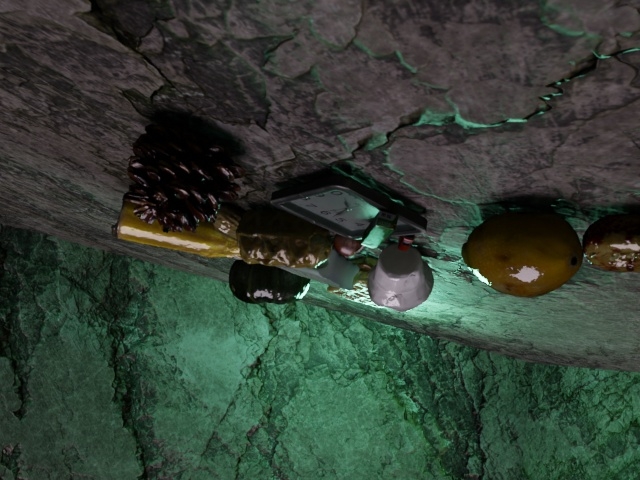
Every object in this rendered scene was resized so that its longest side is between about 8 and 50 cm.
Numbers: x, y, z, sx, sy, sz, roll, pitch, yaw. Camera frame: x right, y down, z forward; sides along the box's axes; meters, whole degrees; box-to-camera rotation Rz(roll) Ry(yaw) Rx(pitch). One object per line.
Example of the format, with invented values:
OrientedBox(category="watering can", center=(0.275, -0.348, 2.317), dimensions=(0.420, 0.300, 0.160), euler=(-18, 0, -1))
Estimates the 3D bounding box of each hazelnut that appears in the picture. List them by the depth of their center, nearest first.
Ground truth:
OrientedBox(category="hazelnut", center=(0.078, 0.004, 1.257), dimensions=(0.086, 0.087, 0.086), euler=(13, 166, 3))

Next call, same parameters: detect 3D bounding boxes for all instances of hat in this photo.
OrientedBox(category="hat", center=(0.222, 0.085, 1.282), dimensions=(0.203, 0.203, 0.126), euler=(9, 143, 17))

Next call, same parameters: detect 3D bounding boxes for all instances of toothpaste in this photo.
OrientedBox(category="toothpaste", center=(0.125, -0.020, 0.987), dimensions=(0.043, 0.037, 0.178), euler=(17, 166, -1))

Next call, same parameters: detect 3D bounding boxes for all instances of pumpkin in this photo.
OrientedBox(category="pumpkin", center=(-0.189, 0.130, 1.692), dimensions=(0.299, 0.208, 0.300), euler=(2, -174, 0))

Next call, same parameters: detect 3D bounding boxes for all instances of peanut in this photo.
OrientedBox(category="peanut", center=(-0.246, -0.042, 1.357), dimensions=(0.093, 0.083, 0.194), euler=(5, 164, 33))

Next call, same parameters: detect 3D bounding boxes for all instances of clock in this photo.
OrientedBox(category="clock", center=(0.060, -0.071, 1.027), dimensions=(0.273, 0.049, 0.278), euler=(23, 163, -34))

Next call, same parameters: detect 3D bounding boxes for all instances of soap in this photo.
OrientedBox(category="soap", center=(-0.038, 0.070, 1.482), dimensions=(0.289, 0.095, 0.172), euler=(13, 167, 39))

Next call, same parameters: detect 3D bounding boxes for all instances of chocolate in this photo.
OrientedBox(category="chocolate", center=(-0.399, -0.020, 1.430), dimensions=(0.444, 0.162, 0.162), euler=(16, 166, -15))

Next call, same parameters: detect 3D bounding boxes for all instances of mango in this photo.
OrientedBox(category="mango", center=(0.383, 0.036, 0.919), dimensions=(0.177, 0.175, 0.329), euler=(57, 174, 14))

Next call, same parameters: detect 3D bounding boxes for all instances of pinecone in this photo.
OrientedBox(category="pinecone", center=(-0.271, -0.111, 0.881), dimensions=(0.221, 0.222, 0.221), euler=(13, 166, 3))

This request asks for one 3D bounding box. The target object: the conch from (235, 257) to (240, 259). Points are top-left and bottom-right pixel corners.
OrientedBox(category="conch", center=(-0.237, 0.018, 1.569), dimensions=(0.176, 0.105, 0.094), euler=(6, -169, 16))

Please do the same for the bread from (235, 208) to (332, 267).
OrientedBox(category="bread", center=(-0.095, -0.004, 1.223), dimensions=(0.267, 0.152, 0.130), euler=(5, -177, 23))

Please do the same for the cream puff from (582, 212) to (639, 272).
OrientedBox(category="cream puff", center=(0.530, 0.000, 0.786), dimensions=(0.148, 0.085, 0.149), euler=(12, 162, 4))

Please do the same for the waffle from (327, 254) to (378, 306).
OrientedBox(category="waffle", center=(0.188, 0.154, 1.654), dimensions=(0.260, 0.114, 0.376), euler=(20, 165, -12))

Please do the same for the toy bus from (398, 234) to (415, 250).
OrientedBox(category="toy bus", center=(0.216, -0.004, 1.148), dimensions=(0.031, 0.043, 0.110), euler=(13, 166, 6))

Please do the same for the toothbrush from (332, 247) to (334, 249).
OrientedBox(category="toothbrush", center=(0.000, 0.000, 1.402), dimensions=(0.030, 0.031, 0.297), euler=(1, 164, 18))
